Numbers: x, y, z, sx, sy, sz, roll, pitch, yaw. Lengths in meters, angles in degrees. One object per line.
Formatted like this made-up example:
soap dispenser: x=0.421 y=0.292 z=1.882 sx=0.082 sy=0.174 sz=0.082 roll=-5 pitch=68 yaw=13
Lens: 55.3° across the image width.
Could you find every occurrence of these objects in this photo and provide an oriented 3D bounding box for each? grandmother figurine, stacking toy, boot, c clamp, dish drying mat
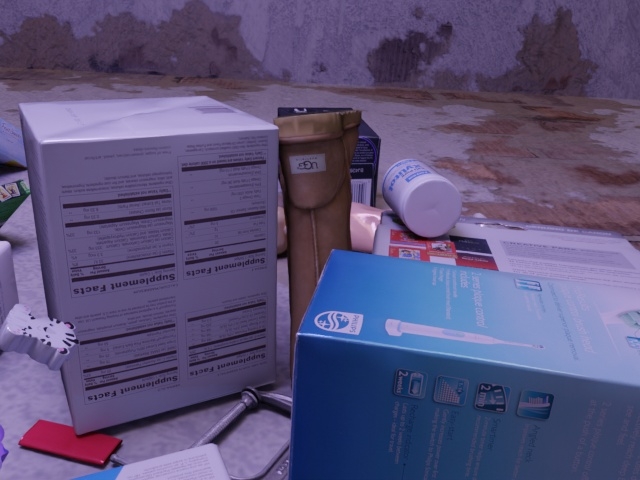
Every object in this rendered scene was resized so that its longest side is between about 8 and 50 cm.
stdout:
grandmother figurine: x=0.109 y=-0.012 z=0.917 sx=0.342 sy=0.104 sz=0.208 roll=11 pitch=52 yaw=10
stacking toy: x=-0.226 y=0.163 z=0.383 sx=0.052 sy=0.167 sz=0.221 roll=29 pitch=17 yaw=-25
boot: x=0.000 y=0.000 z=0.654 sx=0.089 sy=0.270 sz=0.236 roll=-1 pitch=13 yaw=12
c clamp: x=-0.077 y=0.174 z=0.540 sx=0.137 sy=0.022 sz=0.160 roll=19 pitch=27 yaw=30
dish drying mat: x=-0.218 y=0.177 z=0.534 sx=0.083 sy=0.008 sz=0.032 roll=9 pitch=23 yaw=12

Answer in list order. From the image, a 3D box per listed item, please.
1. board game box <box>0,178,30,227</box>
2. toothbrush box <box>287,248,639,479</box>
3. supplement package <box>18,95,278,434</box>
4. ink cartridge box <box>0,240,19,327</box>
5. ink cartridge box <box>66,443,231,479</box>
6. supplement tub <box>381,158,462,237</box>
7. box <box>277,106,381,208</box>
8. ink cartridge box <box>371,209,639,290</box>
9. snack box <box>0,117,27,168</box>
board game box: x=-0.522 y=-0.008 z=0.794 sx=0.136 sy=0.030 sz=0.259 roll=-34 pitch=0 yaw=36
toothbrush box: x=0.133 y=0.142 z=0.404 sx=0.295 sy=0.216 sz=0.126 roll=7 pitch=24 yaw=10
supplement package: x=-0.170 y=0.004 z=0.608 sx=0.198 sy=0.263 sz=0.199 roll=-9 pitch=24 yaw=-27
ink cartridge box: x=-0.432 y=0.097 z=0.552 sx=0.198 sy=0.115 sz=0.273 roll=3 pitch=23 yaw=-1
ink cartridge box: x=-0.101 y=0.222 z=0.351 sx=0.139 sy=0.082 sz=0.191 roll=-7 pitch=27 yaw=-23
supplement tub: x=0.116 y=-0.052 z=0.718 sx=0.071 sy=0.071 sz=0.107 roll=0 pitch=19 yaw=-9
box: x=0.005 y=-0.162 z=1.175 sx=0.165 sy=0.143 sz=0.270 roll=-1 pitch=23 yaw=-8
ink cartridge box: x=0.206 y=0.075 z=0.676 sx=0.309 sy=0.130 sz=0.272 roll=6 pitch=21 yaw=6
snack box: x=-0.688 y=-0.201 z=1.165 sx=0.207 sy=0.070 sz=0.174 roll=8 pitch=-10 yaw=6
